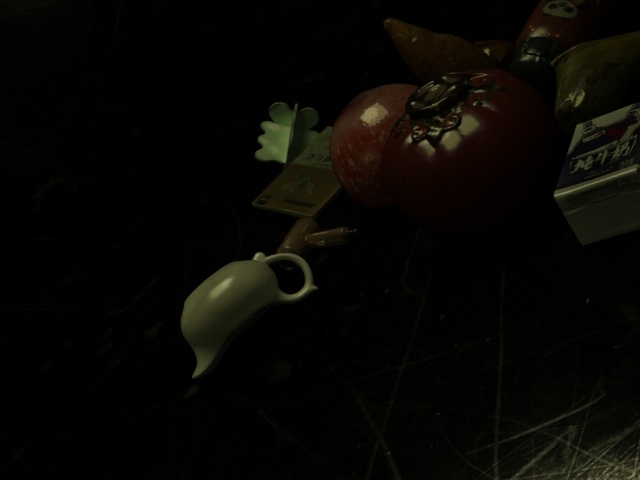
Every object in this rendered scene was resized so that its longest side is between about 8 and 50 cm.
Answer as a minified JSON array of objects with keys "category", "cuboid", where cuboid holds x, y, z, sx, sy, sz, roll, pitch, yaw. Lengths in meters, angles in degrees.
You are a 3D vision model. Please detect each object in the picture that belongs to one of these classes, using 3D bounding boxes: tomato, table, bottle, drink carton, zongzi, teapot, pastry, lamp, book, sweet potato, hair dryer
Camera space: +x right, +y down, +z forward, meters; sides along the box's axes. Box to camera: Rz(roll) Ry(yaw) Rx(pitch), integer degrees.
[{"category":"tomato","cuboid":[0.141,-0.202,1.900,0.270,0.227,0.270,-36,13,10]},{"category":"table","cuboid":[-0.083,-0.247,2.444,0.166,0.166,0.198,-27,31,22]},{"category":"bottle","cuboid":[0.496,-0.424,1.957,0.144,0.144,0.336,-13,34,45]},{"category":"drink carton","cuboid":[0.453,-0.108,1.422,0.134,0.102,0.222,-22,24,37]},{"category":"zongzi","cuboid":[0.543,-0.291,1.671,0.256,0.115,0.228,-13,33,24]},{"category":"teapot","cuboid":[-0.151,0.123,1.801,0.299,0.166,0.208,-30,-20,-3]},{"category":"pastry","cuboid":[0.335,-0.378,2.073,0.218,0.100,0.229,-23,17,-24]},{"category":"lamp","cuboid":[0.251,-0.150,1.593,0.303,0.257,0.303,-28,24,14]},{"category":"book","cuboid":[0.003,-0.168,2.251,0.217,0.021,0.310,14,52,44]},{"category":"sweet potato","cuboid":[0.268,-0.341,1.858,0.131,0.336,0.131,-48,10,11]},{"category":"hair dryer","cuboid":[0.000,0.000,1.935,0.181,0.064,0.117,-11,33,37]}]
